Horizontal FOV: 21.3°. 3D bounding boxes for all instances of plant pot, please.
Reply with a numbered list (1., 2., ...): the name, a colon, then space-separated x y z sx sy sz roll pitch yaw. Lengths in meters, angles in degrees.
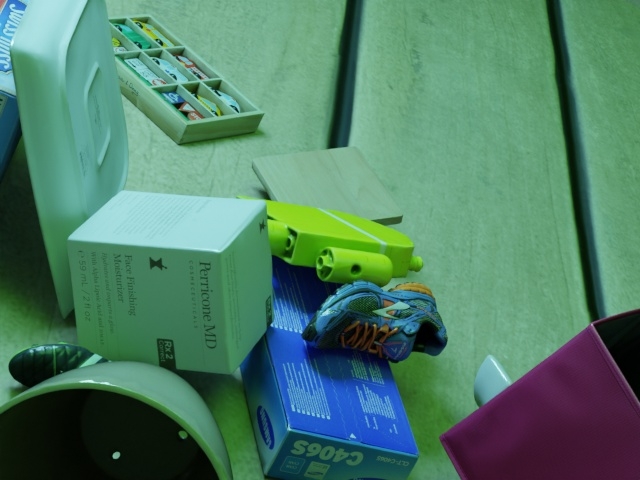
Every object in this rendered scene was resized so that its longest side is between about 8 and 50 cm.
1. plant pot: -0.192 0.215 1.603 0.256 0.256 0.274 26 13 -2

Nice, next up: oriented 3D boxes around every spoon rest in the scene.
1. spoon rest: 0.289 0.213 2.154 0.276 0.084 0.137 19 28 -41

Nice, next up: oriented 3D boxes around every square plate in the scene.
1. square plate: -0.280 -0.141 1.983 0.049 0.347 0.344 -3 31 5

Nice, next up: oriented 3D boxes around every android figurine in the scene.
1. android figurine: 0.000 0.000 2.093 0.273 0.056 0.248 10 11 -34

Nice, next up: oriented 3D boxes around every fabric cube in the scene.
1. fabric cube: 0.345 0.240 1.888 0.259 0.258 0.254 -11 65 -48

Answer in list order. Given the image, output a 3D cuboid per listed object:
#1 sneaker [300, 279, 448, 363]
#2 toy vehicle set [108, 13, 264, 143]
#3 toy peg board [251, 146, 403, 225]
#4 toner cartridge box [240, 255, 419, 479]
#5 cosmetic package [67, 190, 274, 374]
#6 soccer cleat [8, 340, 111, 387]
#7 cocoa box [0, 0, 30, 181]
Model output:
1. sneaker: 0.071 0.100 1.983 0.221 0.083 0.087 -5 48 -43
2. toy vehicle set: -0.228 -0.239 2.474 0.267 0.035 0.166 42 32 25
3. toy peg board: 0.004 -0.044 2.333 0.161 0.079 0.161 -8 42 -24
4. toner cartridge box: -0.007 0.147 1.998 0.165 0.075 0.348 14 31 -21
5. cosmetic package: -0.162 0.044 1.895 0.184 0.151 0.151 4 24 18
6. soccer cleat: -0.243 0.155 1.810 0.179 0.060 0.072 15 32 -26
7. cocoa box: -0.451 -0.192 2.015 0.228 0.231 0.347 22 30 -9
